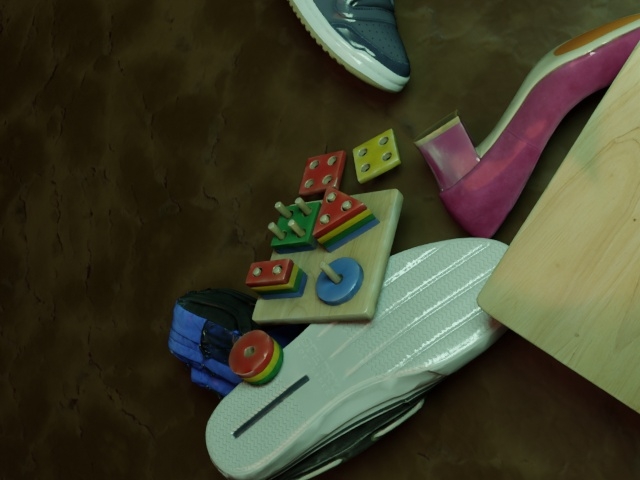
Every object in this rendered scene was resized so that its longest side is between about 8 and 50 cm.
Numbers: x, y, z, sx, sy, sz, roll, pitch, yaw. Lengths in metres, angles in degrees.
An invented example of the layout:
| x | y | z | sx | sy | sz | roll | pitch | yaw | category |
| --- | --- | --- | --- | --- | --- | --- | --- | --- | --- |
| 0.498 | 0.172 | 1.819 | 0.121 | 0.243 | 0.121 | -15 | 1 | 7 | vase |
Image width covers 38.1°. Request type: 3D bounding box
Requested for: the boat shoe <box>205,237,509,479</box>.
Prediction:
| x | y | z | sx | sy | sz | roll | pitch | yaw | category |
| --- | --- | --- | --- | --- | --- | --- | --- | --- | --- |
| 0.048 | 0.116 | 0.868 | 0.335 | 0.119 | 0.121 | -33 | 58 | 7 | boat shoe |

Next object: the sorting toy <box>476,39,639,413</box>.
| x | y | z | sx | sy | sz | roll | pitch | yaw | category |
| --- | --- | --- | --- | --- | --- | --- | --- | --- | --- |
| 0.299 | 0.008 | 0.708 | 0.255 | 0.089 | 0.257 | 34 | 106 | 15 | sorting toy |

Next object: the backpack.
| x | y | z | sx | sy | sz | roll | pitch | yaw | category |
| --- | --- | --- | --- | --- | --- | --- | --- | --- | --- |
| -0.101 | 0.106 | 0.967 | 0.120 | 0.098 | 0.101 | 23 | 105 | 29 | backpack |

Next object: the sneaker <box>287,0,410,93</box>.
| x | y | z | sx | sy | sz | roll | pitch | yaw | category |
| --- | --- | --- | --- | --- | --- | --- | --- | --- | --- |
| 0.035 | -0.286 | 0.890 | 0.153 | 0.099 | 0.282 | -42 | 66 | 26 | sneaker |

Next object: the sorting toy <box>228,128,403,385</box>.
| x | y | z | sx | sy | sz | roll | pitch | yaw | category |
| --- | --- | --- | --- | --- | --- | --- | --- | --- | --- |
| 0.000 | 0.000 | 0.860 | 0.132 | 0.046 | 0.274 | -7 | 53 | 36 | sorting toy |

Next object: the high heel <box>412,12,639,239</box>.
| x | y | z | sx | sy | sz | roll | pitch | yaw | category |
| --- | --- | --- | --- | --- | --- | --- | --- | --- | --- |
| 0.208 | -0.097 | 0.808 | 0.244 | 0.082 | 0.117 | -31 | 102 | 14 | high heel |
